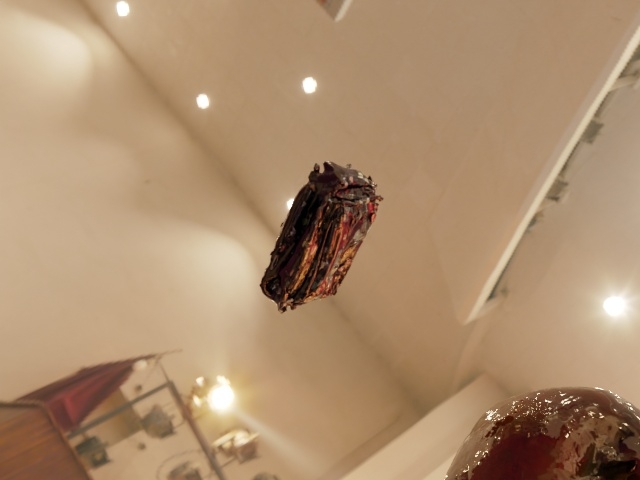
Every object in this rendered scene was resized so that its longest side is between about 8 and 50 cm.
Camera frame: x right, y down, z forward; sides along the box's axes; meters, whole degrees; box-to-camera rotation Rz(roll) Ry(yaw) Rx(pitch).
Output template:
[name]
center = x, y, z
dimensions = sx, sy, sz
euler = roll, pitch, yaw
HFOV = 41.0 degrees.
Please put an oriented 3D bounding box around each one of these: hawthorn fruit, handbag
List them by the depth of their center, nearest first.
[hawthorn fruit]
center = 0.291, 0.296, 0.972
dimensions = 0.267, 0.268, 0.301
euler = 56, -25, 12
[handbag]
center = 0.000, 0.000, 1.378
dimensions = 0.113, 0.162, 0.260
euler = 36, -64, 26
